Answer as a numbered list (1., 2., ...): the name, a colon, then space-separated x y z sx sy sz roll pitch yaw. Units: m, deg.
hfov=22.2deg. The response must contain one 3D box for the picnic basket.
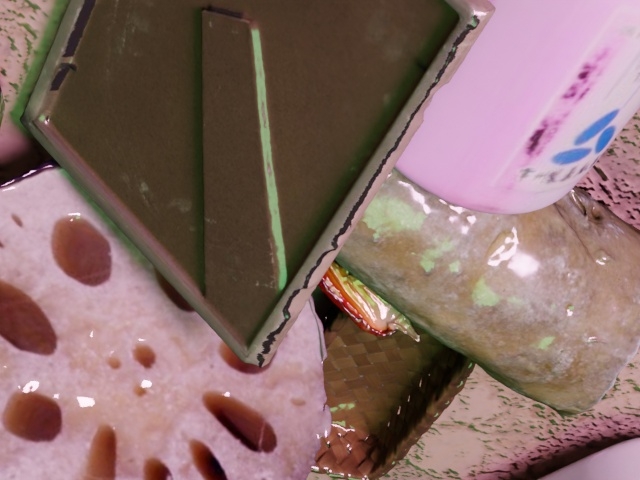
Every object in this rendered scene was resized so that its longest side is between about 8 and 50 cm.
1. picnic basket: 0.033 0.091 1.125 0.110 0.055 0.193 20 135 -15

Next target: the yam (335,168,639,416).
1. yam: 0.080 -0.013 0.962 0.330 0.133 0.133 35 128 -27

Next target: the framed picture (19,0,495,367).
1. framed picture: -0.050 -0.088 0.856 0.213 0.016 0.289 46 135 14

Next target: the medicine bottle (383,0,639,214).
1. medicine bottle: 0.122 -0.142 0.792 0.152 0.152 0.254 18 136 -17

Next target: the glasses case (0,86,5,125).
1. glasses case: -0.235 -0.157 0.853 0.095 0.062 0.272 5 138 5

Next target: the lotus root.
1. lotus root: -0.147 0.097 1.017 0.272 0.272 0.192 20 147 -19

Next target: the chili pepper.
1. chili pepper: 0.000 0.000 1.013 0.178 0.027 0.045 45 84 -12

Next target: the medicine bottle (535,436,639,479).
1. medicine bottle: 0.215 0.245 1.244 0.324 0.124 0.179 -31 131 33
